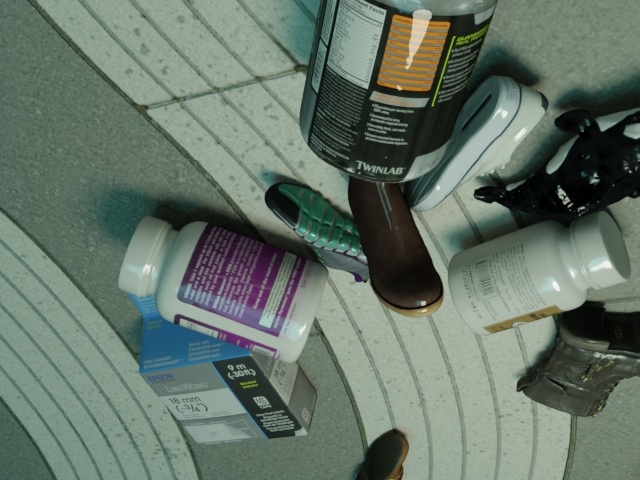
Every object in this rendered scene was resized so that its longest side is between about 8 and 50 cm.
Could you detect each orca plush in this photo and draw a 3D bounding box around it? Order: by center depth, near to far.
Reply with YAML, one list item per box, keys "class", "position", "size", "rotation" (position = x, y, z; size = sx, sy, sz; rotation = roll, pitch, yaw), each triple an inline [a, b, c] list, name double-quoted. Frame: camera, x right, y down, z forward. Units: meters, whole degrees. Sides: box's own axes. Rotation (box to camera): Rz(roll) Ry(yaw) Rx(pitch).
- class: "orca plush"
  position: [0.320, -0.077, 1.133]
  size: [0.287, 0.102, 0.151]
  rotation: [-11, 125, 39]

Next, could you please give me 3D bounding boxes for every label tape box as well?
- class: "label tape box"
  position: [-0.187, 0.220, 1.585]
  size: [0.241, 0.106, 0.333]
  rotation: [-13, 127, 25]

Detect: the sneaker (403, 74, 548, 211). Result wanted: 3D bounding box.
- class: "sneaker"
  position: [0.202, -0.112, 1.177]
  size: [0.091, 0.094, 0.258]
  rotation: [13, 147, -23]

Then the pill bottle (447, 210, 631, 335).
- class: "pill bottle"
  position: [0.309, 0.044, 1.258]
  size: [0.229, 0.131, 0.131]
  rotation: [-23, 121, 32]

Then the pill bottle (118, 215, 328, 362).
- class: "pill bottle"
  position: [-0.153, 0.068, 1.393]
  size: [0.302, 0.169, 0.169]
  rotation: [20, 134, -2]

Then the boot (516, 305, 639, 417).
- class: "boot"
  position: [0.462, 0.209, 1.408]
  size: [0.263, 0.091, 0.229]
  rotation: [15, 139, 9]

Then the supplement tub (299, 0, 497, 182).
- class: "supplement tub"
  position: [0.090, -0.239, 1.022]
  size: [0.194, 0.193, 0.316]
  rotation: [16, 133, 2]

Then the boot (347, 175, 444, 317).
- class: "boot"
  position: [0.084, -0.034, 1.185]
  size: [0.090, 0.248, 0.206]
  rotation: [-20, 126, -4]

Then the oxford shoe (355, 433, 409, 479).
- class: "oxford shoe"
  position: [0.133, 0.442, 1.732]
  size: [0.076, 0.076, 0.212]
  rotation: [0, 137, -25]

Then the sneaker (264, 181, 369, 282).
- class: "sneaker"
  position: [0.000, 0.000, 1.347]
  size: [0.224, 0.083, 0.098]
  rotation: [31, 137, -13]
